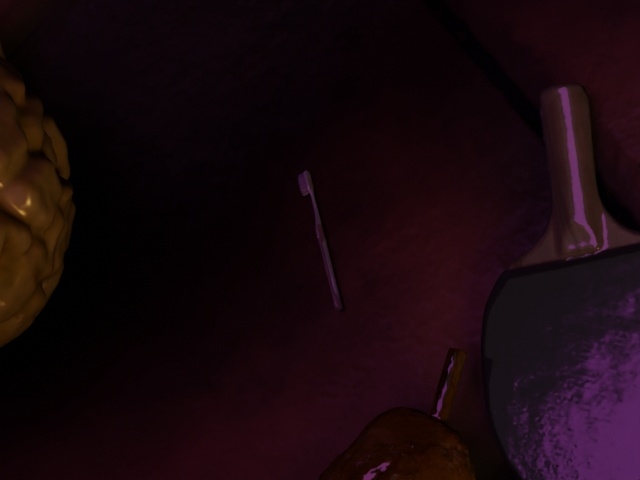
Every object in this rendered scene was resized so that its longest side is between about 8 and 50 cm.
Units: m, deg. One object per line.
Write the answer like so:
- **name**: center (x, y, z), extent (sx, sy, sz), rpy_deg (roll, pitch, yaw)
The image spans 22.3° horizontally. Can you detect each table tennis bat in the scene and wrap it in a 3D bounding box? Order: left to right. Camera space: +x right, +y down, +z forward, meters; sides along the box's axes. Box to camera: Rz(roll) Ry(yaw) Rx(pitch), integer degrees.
- **table tennis bat**: center (0.151, 0.030, 0.929), extent (0.138, 0.022, 0.247), rpy_deg (-12, 74, 26)

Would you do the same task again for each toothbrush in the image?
- **toothbrush**: center (0.000, 0.000, 1.026), extent (0.008, 0.006, 0.097), rpy_deg (-28, 66, 30)

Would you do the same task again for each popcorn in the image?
- **popcorn**: center (-0.297, -0.040, 1.090), extent (0.265, 0.225, 0.332), rpy_deg (-22, 46, 10)

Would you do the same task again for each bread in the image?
- **bread**: center (0.019, 0.223, 0.918), extent (0.124, 0.084, 0.344), rpy_deg (16, 85, 30)

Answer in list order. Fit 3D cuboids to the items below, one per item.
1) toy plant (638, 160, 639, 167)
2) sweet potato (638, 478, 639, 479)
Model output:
- **toy plant**: center (0.331, -0.020, 0.775), extent (0.316, 0.184, 0.224), rpy_deg (38, 77, 17)
- **sweet potato**: center (0.153, 0.181, 0.877), extent (0.195, 0.056, 0.056), rpy_deg (-43, 62, 20)
